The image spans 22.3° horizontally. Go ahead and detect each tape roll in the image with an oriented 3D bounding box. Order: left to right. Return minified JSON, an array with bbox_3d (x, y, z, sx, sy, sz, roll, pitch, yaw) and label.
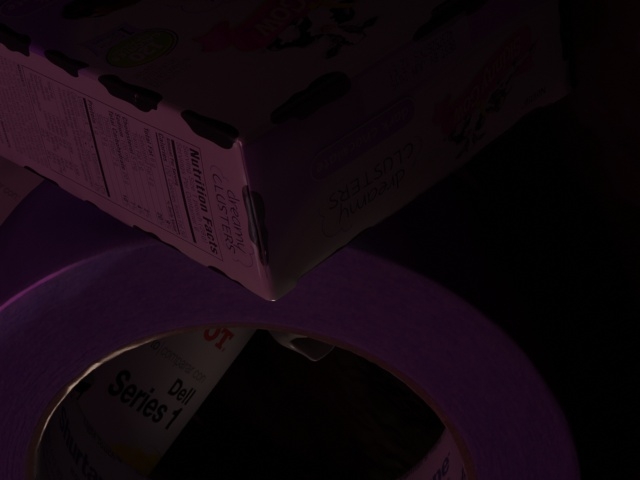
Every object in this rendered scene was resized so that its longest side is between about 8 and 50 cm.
[{"bbox_3d":[-0.027,0.084,0.705,0.275,0.090,0.274,1,125,1],"label":"tape roll"}]

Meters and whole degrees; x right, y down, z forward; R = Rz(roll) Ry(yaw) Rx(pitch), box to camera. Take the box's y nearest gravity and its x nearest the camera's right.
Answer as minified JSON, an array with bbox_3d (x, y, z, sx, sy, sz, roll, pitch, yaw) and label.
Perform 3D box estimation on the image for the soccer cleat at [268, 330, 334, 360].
[{"bbox_3d":[0.000,0.000,0.778,0.076,0.068,0.196,45,157,8],"label":"soccer cleat"}]

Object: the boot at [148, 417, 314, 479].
[{"bbox_3d":[-0.050,0.149,1.008,0.198,0.077,0.137,42,147,-5],"label":"boot"}]

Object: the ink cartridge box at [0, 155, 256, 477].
[{"bbox_3d":[-0.181,0.087,0.856,0.117,0.278,0.201,33,173,30],"label":"ink cartridge box"}]

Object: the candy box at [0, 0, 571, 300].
[{"bbox_3d":[-0.030,-0.076,0.629,0.196,0.165,0.070,25,138,39],"label":"candy box"}]
